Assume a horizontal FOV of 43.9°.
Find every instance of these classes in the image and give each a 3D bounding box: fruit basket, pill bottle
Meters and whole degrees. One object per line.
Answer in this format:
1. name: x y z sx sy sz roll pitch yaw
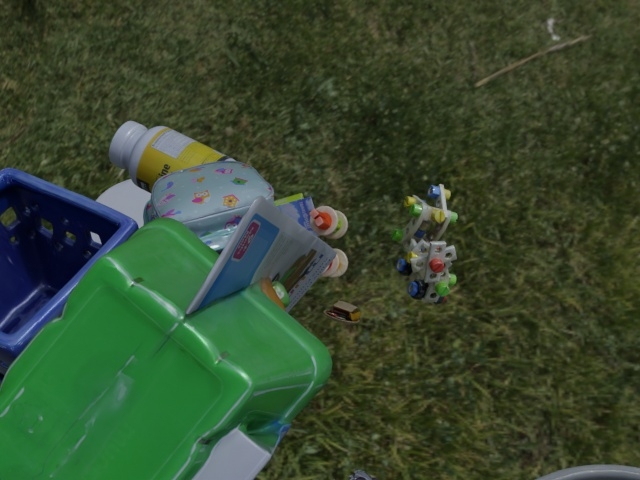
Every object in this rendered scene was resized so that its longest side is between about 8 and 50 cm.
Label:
1. fruit basket: -0.099 0.128 0.565 0.165 0.353 0.327 39 90 14
2. pill bottle: -0.223 -0.111 1.206 0.184 0.103 0.103 26 66 12

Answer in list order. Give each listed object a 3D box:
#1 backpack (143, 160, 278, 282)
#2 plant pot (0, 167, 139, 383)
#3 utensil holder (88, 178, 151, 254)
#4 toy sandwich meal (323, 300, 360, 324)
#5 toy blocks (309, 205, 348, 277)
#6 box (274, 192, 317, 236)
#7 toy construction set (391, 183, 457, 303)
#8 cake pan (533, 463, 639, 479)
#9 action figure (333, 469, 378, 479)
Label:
1. backpack: -0.128 -0.013 0.942 0.166 0.188 0.144 -18 114 -17
2. plant pot: -0.384 0.076 1.062 0.236 0.212 0.236 22 54 20
3. utensil holder: -0.361 0.103 1.694 0.328 0.385 0.327 12 48 -13
4. toy sandwich meal: 0.047 0.148 1.638 0.086 0.085 0.029 11 98 -26
5. toy blocks: 0.000 0.000 1.346 0.148 0.054 0.123 13 75 -70
6. box: -0.093 -0.042 1.877 0.178 0.042 0.109 -16 116 7
7. toy construction set: 0.260 0.019 1.877 0.151 0.215 0.327 20 26 -8
8. cake pan: 0.245 0.325 0.620 0.293 0.054 0.293 -1 53 1
9. action figure: 0.120 0.503 1.413 0.285 0.099 0.185 -3 87 -7
